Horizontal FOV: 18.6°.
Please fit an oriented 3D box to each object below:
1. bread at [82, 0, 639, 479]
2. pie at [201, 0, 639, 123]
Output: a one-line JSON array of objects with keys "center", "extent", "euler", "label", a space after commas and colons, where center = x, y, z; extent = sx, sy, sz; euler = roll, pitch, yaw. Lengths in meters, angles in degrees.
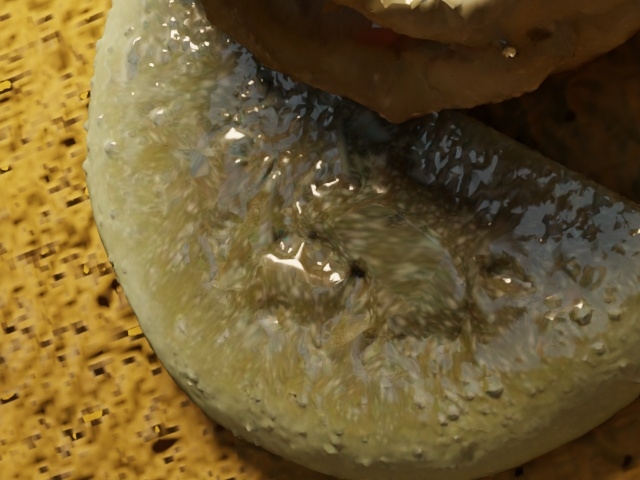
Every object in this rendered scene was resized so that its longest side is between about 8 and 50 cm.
[{"center": [0.001, 0.005, 0.534], "extent": [0.193, 0.036, 0.112], "euler": [31, 96, 20], "label": "bread"}, {"center": [0.026, -0.131, 0.512], "extent": [0.205, 0.084, 0.179], "euler": [35, 80, 24], "label": "pie"}]
